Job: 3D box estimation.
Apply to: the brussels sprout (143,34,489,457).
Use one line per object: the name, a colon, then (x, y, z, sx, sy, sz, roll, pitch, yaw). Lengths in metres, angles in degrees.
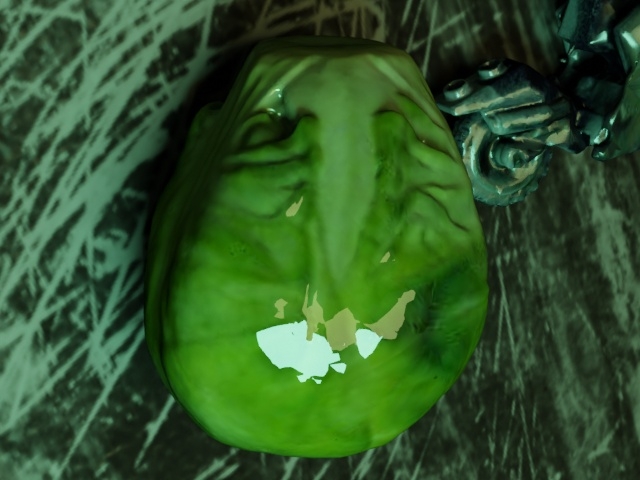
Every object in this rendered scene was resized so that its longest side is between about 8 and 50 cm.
brussels sprout: (0.000, 0.000, 1.140, 0.219, 0.210, 0.271, 5, 89, -18)

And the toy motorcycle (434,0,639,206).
toy motorcycle: (0.198, -0.141, 1.324, 0.270, 0.106, 0.159, -29, 117, -17)
